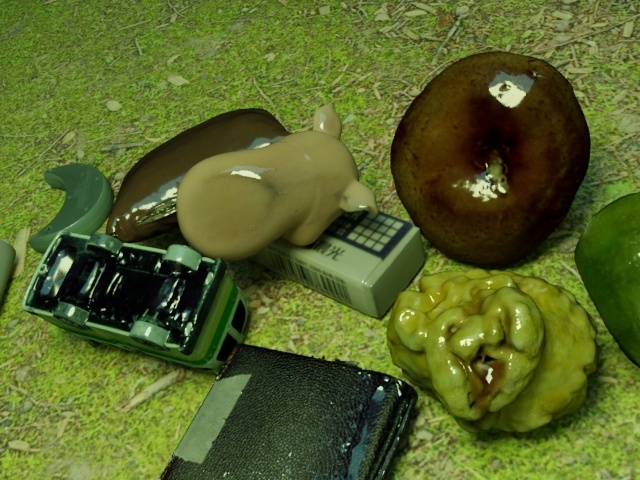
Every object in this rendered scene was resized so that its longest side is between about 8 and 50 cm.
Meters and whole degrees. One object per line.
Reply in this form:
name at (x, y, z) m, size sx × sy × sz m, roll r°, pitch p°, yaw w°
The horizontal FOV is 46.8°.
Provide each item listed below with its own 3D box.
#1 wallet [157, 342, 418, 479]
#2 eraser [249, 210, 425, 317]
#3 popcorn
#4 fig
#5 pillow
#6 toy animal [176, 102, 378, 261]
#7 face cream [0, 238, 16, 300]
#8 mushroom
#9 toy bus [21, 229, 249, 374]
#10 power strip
wallet at (-0.040, 0.239, 0.865) m, size 0.262 × 0.071 × 0.221 m, roll 9°, pitch 56°, yaw 30°
eraser at (0.000, 0.000, 1.058) m, size 0.279 × 0.081 × 0.124 m, roll 23°, pitch 58°, yaw 34°
popcorn at (0.189, 0.108, 0.811) m, size 0.226 × 0.203 × 0.200 m, roll 40°, pitch 77°, yaw 21°
fig at (0.403, 0.016, 0.786) m, size 0.235 × 0.203 × 0.203 m, roll -39°, pitch 37°, yaw 28°
pillow at (-0.189, -0.118, 1.168) m, size 0.308 × 0.108 × 0.305 m, roll -27°, pitch 21°, yaw -1°
toy animal at (-0.067, -0.063, 0.968) m, size 0.250 × 0.154 × 0.166 m, roll -22°, pitch 88°, yaw -7°
face cream at (-0.553, 0.114, 1.140) m, size 0.107 × 0.073 × 0.269 m, roll -13°, pitch 45°, yaw 14°
mushroom at (0.221, -0.102, 0.992) m, size 0.267 × 0.254 × 0.267 m, roll 0°, pitch 84°, yaw 5°
toy bus at (-0.241, 0.086, 0.999) m, size 0.276 × 0.165 × 0.134 m, roll 9°, pitch 66°, yaw 27°
power strip at (-0.431, -0.074, 1.298) m, size 0.137 × 0.044 × 0.216 m, roll -12°, pitch 46°, yaw 6°
